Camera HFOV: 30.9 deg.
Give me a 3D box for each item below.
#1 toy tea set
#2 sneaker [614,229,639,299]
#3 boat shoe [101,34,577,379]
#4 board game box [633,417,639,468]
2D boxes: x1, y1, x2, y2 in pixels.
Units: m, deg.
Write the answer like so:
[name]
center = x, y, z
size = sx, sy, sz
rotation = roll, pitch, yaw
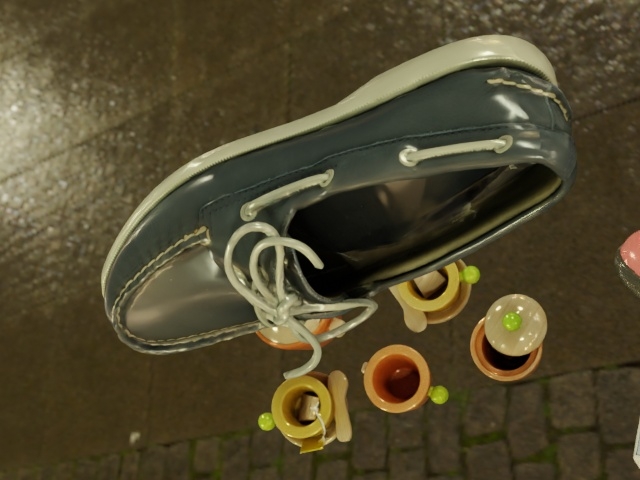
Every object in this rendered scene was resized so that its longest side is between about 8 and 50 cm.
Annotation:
[toy tea set]
center = 0.069, 0.098, 1.235
size = 0.336, 0.124, 0.200
rotation = -17, 71, 14
[sneaker]
center = 0.379, -0.009, 0.877
size = 0.116, 0.314, 0.136
rotation = -98, 9, -58
[boat shoe]
center = 0.000, 0.000, 0.532
size = 0.255, 0.095, 0.079
rotation = -24, 43, 20
[board game box]
center = 0.477, 0.083, 1.075
size = 0.319, 0.066, 0.318
rotation = 2, 61, 30
